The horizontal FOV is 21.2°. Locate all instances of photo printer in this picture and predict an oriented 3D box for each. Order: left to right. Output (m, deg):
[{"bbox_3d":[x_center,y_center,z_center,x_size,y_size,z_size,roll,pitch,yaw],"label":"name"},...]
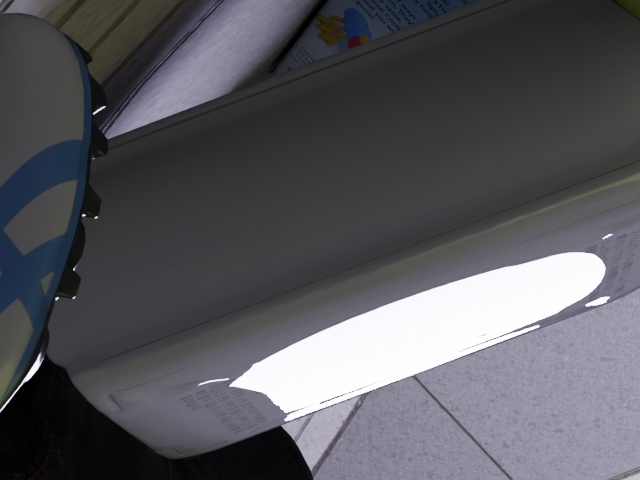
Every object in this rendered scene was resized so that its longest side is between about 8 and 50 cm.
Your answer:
[{"bbox_3d":[0.038,-0.008,0.768,0.307,0.107,0.256,-21,164,1],"label":"photo printer"}]

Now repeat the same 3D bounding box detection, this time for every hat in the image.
[{"bbox_3d":[-0.166,0.141,0.973,0.331,0.134,0.331,-15,-151,9],"label":"hat"}]

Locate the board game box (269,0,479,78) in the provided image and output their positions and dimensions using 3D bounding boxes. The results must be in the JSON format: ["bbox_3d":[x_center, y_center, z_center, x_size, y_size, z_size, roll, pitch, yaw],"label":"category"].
[{"bbox_3d":[0.106,-0.137,0.953,0.142,0.144,0.275,-43,180,-29],"label":"board game box"}]

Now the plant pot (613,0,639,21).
[{"bbox_3d":[0.171,-0.149,0.509,0.275,0.275,0.293,-43,-165,-9],"label":"plant pot"}]

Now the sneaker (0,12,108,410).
[{"bbox_3d":[-0.135,0.035,0.399,0.085,0.086,0.237,18,-112,48],"label":"sneaker"}]
